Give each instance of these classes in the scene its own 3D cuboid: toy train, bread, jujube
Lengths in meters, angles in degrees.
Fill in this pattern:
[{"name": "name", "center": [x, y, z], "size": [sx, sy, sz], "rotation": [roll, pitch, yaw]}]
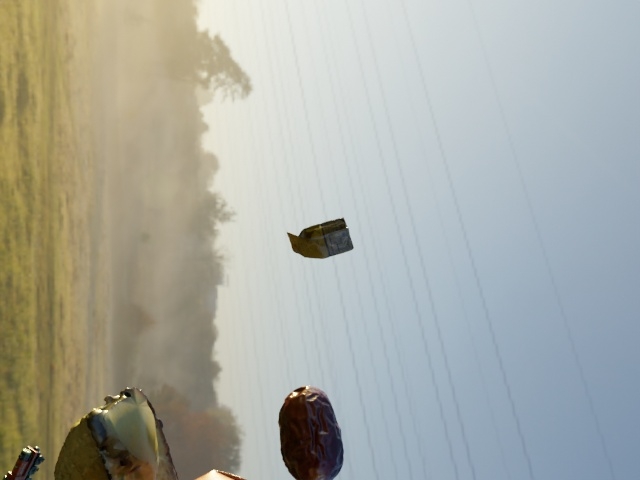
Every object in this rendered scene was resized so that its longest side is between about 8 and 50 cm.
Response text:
[{"name": "toy train", "center": [-0.668, 0.510, 1.638], "size": [0.103, 0.044, 0.064], "rotation": [-63, 155, -3]}, {"name": "bread", "center": [-0.371, 0.409, 1.340], "size": [0.204, 0.163, 0.261], "rotation": [-20, 98, -65]}, {"name": "jujube", "center": [-0.023, 0.507, 1.897], "size": [0.174, 0.174, 0.250], "rotation": [110, -22, -57]}]

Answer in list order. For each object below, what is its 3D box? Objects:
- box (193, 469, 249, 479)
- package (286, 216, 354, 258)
[{"name": "box", "center": [-0.146, 0.619, 1.203], "size": [0.319, 0.257, 0.348], "rotation": [6, -79, 36]}, {"name": "package", "center": [0.000, 0.000, 1.552], "size": [0.071, 0.131, 0.047], "rotation": [77, -1, -46]}]
